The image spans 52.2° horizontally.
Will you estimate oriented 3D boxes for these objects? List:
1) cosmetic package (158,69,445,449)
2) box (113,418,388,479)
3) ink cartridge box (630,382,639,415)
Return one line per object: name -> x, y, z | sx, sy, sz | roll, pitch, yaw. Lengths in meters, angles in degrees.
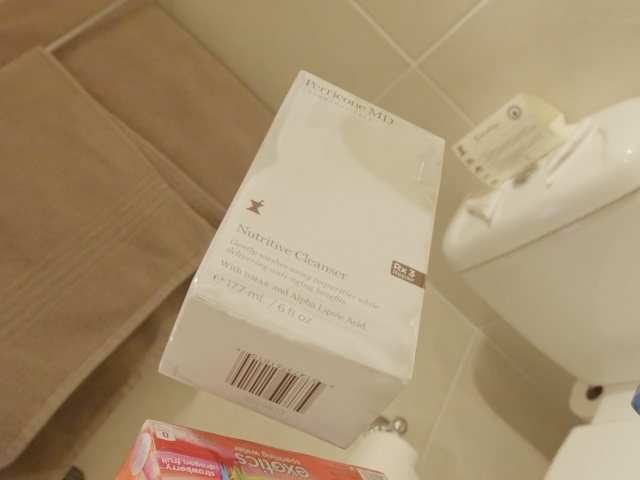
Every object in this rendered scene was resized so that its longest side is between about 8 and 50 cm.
cosmetic package -> 0.000, 0.000, 0.728 | 0.156, 0.217, 0.385 | 121, 169, -45
box -> -0.048, 0.298, 0.616 | 0.142, 0.300, 0.154 | -61, 32, 9
ink cartridge box -> 0.351, -0.011, 0.235 | 0.151, 0.270, 0.395 | -34, -30, -44
